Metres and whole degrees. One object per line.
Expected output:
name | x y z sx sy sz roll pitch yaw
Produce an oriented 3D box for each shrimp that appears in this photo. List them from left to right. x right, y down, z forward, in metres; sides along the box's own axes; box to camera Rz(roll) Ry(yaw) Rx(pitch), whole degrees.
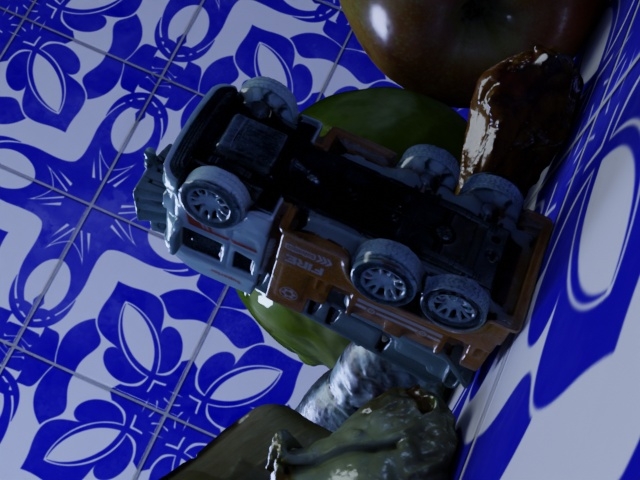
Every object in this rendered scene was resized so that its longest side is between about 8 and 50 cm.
shrimp | 0.022 0.235 1.177 0.172 0.137 0.372 -69 1 -51

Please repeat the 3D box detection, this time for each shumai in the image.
shumai | 0.023 0.195 0.919 0.184 0.142 0.184 21 -90 -90

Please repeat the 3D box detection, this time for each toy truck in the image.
toy truck | 0.000 0.000 0.925 0.184 0.338 0.133 109 -175 -52

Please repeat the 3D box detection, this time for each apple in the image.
apple | 0.167 -0.297 1.241 0.277 0.319 0.319 -63 -5 -53

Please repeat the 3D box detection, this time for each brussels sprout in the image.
brussels sprout | 0.046 0.005 1.253 0.289 0.281 0.355 -45 -39 -32

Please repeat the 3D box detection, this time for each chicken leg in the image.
chicken leg | 0.150 -0.052 1.043 0.304 0.093 0.113 -59 -39 -9

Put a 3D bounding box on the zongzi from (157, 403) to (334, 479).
zongzi | -0.125 0.388 1.063 0.356 0.174 0.393 -27 -44 -34
